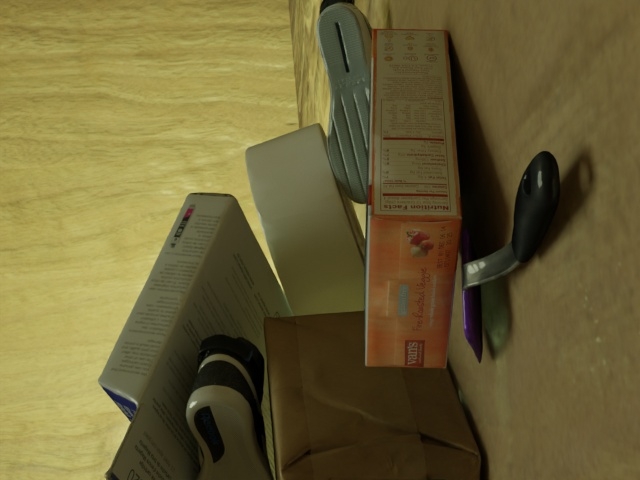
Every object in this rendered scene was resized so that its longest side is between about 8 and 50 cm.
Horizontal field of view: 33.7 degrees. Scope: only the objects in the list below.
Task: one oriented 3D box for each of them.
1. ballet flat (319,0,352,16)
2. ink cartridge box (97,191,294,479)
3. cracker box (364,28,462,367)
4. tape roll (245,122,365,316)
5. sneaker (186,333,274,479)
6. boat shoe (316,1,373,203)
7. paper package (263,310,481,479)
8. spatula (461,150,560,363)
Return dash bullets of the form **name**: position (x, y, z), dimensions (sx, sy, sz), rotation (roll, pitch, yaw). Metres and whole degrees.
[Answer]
- **ballet flat**: position (0.030, -0.353, 1.528), dimensions (0.057, 0.049, 0.173), rotation (32, 147, 25)
- **ink cartridge box**: position (-0.119, 0.175, 1.132), dimensions (0.324, 0.071, 0.330), rotation (67, -143, -46)
- **cracker box**: position (0.068, -0.037, 0.822), dimensions (0.232, 0.067, 0.155), rotation (-85, -4, -46)
- **tape roll**: position (0.000, 0.000, 1.324), dimensions (0.286, 0.100, 0.286), rotation (-20, -90, -85)
- **sneaker**: position (-0.080, 0.180, 1.043), dimensions (0.121, 0.079, 0.217), rotation (-83, -6, -47)
- **boat shoe**: position (0.053, -0.157, 1.202), dimensions (0.076, 0.083, 0.226), rotation (-23, -71, -63)
- **paper package**: position (0.043, 0.265, 1.010), dimensions (0.309, 0.168, 0.325), rotation (-105, 12, -67)
- **spatula**: position (0.113, 0.008, 0.661), dimensions (0.296, 0.030, 0.084), rotation (97, 174, -72)
